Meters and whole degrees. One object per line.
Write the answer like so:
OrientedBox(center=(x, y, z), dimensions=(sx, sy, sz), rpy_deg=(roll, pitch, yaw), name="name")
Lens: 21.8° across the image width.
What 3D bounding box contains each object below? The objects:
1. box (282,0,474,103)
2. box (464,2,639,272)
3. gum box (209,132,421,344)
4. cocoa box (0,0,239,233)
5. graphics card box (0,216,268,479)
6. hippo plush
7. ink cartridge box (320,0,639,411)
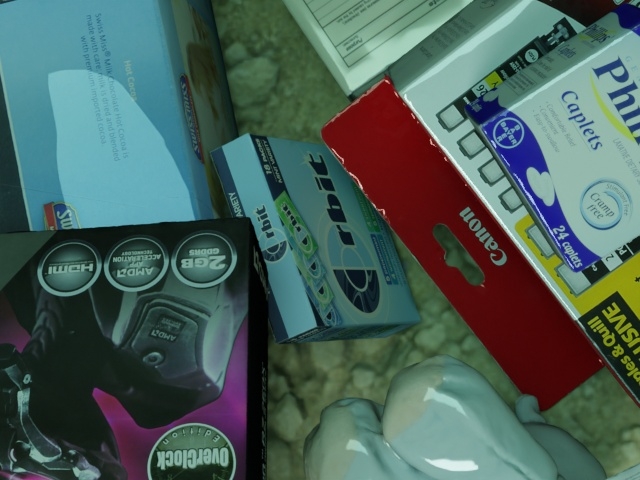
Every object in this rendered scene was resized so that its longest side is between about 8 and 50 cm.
OrientedBox(center=(0.032, -0.234, 1.360), dimensions=(0.148, 0.127, 0.232), rpy_deg=(-34, 77, 4), name="box")
OrientedBox(center=(0.190, -0.070, 1.128), dimensions=(0.137, 0.072, 0.126), rpy_deg=(-33, 103, 4), name="box")
OrientedBox(center=(0.000, 0.000, 1.304), dimensions=(0.041, 0.184, 0.157), rpy_deg=(-25, 77, 26), name="gum box")
OrientedBox(center=(-0.196, -0.096, 1.336), dimensions=(0.228, 0.231, 0.347), rpy_deg=(-14, 80, 8), name="cocoa box")
OrientedBox(center=(-0.150, 0.169, 1.069), dimensions=(0.233, 0.094, 0.371), rpy_deg=(-3, 60, 7), name="graphics card box")
OrientedBox(center=(0.125, 0.177, 1.222), dimensions=(0.294, 0.236, 0.234), rpy_deg=(-19, 95, 16), name="hippo plush")
OrientedBox(center=(0.195, -0.039, 1.240), dimensions=(0.272, 0.130, 0.309), rpy_deg=(-38, 102, 6), name="ink cartridge box")
